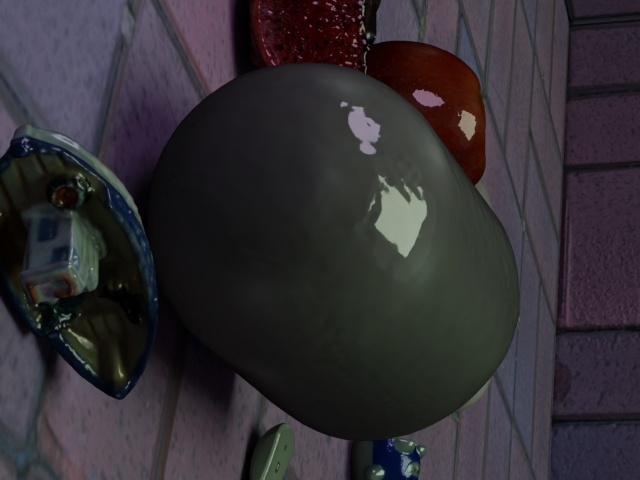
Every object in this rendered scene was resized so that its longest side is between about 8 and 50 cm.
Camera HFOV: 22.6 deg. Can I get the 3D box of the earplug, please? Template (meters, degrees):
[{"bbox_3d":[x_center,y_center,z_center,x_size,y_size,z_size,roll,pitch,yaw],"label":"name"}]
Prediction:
[{"bbox_3d":[0.000,0.000,1.549,0.394,0.313,0.312,46,44,-62],"label":"earplug"}]

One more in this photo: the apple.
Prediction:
[{"bbox_3d":[0.113,-0.147,2.065,0.218,0.201,0.218,-2,90,-82],"label":"apple"}]

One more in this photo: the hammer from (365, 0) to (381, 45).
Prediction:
[{"bbox_3d":[-0.007,-0.447,1.961,0.242,0.095,0.408,-77,155,-42],"label":"hammer"}]

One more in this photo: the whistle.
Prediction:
[{"bbox_3d":[0.091,0.313,2.163,0.110,0.092,0.244,36,54,-56],"label":"whistle"}]

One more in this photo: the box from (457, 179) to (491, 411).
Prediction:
[{"bbox_3d":[0.198,0.069,2.476,0.288,0.141,0.349,-62,145,-58],"label":"box"}]

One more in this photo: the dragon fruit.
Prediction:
[{"bbox_3d":[-0.013,-0.254,1.825,0.189,0.163,0.261,6,85,-39],"label":"dragon fruit"}]

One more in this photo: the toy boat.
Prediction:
[{"bbox_3d":[-0.186,0.029,1.214,0.262,0.114,0.115,72,9,-51],"label":"toy boat"}]

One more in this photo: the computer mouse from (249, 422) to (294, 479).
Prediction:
[{"bbox_3d":[-0.062,0.251,1.763,0.056,0.032,0.110,68,36,-46],"label":"computer mouse"}]
